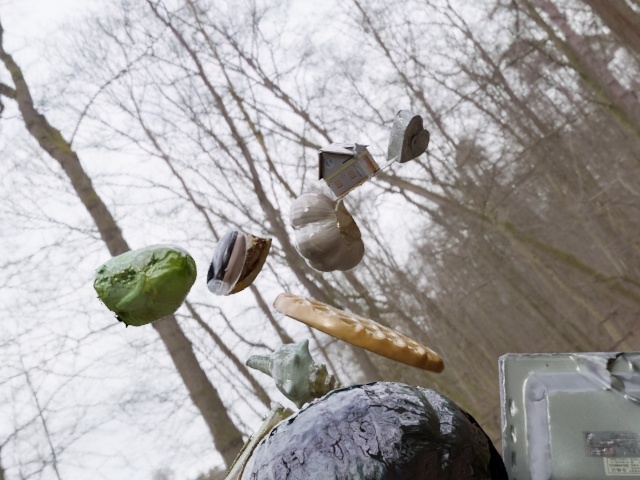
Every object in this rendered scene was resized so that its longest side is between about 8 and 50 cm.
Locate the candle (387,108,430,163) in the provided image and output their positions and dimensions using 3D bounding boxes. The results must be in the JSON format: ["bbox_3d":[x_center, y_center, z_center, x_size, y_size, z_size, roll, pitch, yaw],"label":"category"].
[{"bbox_3d":[0.289,-0.337,2.165,0.168,0.068,0.192,-56,-35,-6],"label":"candle"}]

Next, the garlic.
[{"bbox_3d":[0.000,0.000,1.602,0.178,0.229,0.143,-21,29,48],"label":"garlic"}]

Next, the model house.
[{"bbox_3d":[0.079,-0.208,1.665,0.207,0.136,0.219,-34,6,24],"label":"model house"}]

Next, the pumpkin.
[{"bbox_3d":[0.053,0.300,0.700,0.315,0.315,0.238,-29,20,1],"label":"pumpkin"}]

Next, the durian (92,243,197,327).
[{"bbox_3d":[-0.454,0.114,1.700,0.339,0.205,0.256,-16,-7,21],"label":"durian"}]

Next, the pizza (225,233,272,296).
[{"bbox_3d":[-0.219,0.065,1.934,0.271,0.056,0.134,-45,-39,-51],"label":"pizza"}]

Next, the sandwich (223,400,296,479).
[{"bbox_3d":[-0.136,0.492,1.473,0.251,0.087,0.226,-57,-2,-18],"label":"sandwich"}]

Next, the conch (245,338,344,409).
[{"bbox_3d":[-0.052,0.288,1.425,0.137,0.234,0.114,-60,-10,4],"label":"conch"}]

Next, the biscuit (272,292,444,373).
[{"bbox_3d":[0.035,0.133,1.034,0.204,0.309,0.040,24,-95,-44],"label":"biscuit"}]

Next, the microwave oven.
[{"bbox_3d":[0.499,0.304,0.956,0.432,0.236,0.374,-4,-20,18],"label":"microwave oven"}]

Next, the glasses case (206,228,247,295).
[{"bbox_3d":[-0.220,0.056,1.503,0.075,0.122,0.314,20,-16,-8],"label":"glasses case"}]
